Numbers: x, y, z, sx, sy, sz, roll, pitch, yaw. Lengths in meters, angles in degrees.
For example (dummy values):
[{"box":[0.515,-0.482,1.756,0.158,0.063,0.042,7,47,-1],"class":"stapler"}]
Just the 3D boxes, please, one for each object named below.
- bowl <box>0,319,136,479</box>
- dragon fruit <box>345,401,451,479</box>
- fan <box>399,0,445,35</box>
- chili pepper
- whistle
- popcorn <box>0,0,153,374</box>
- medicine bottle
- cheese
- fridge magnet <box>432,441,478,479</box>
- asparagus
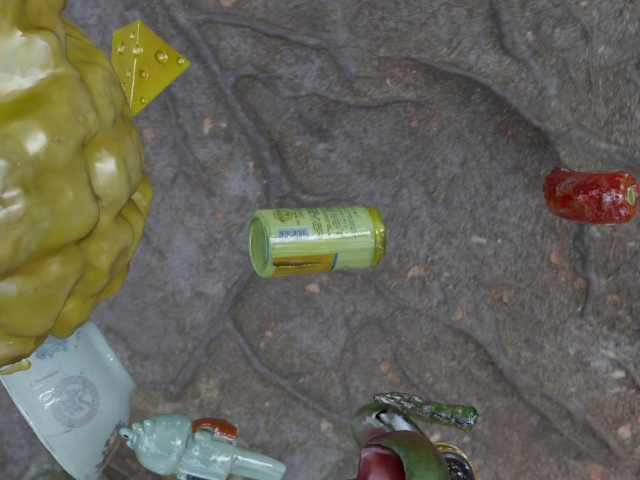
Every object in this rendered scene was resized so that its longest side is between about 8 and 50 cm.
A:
[{"box":[-0.527,0.298,1.539,0.435,0.196,0.434,50,161,23],"class":"bowl"},{"box":[0.045,0.234,0.353,0.198,0.218,0.272,21,74,23],"class":"dragon fruit"},{"box":[0.062,-0.290,0.789,0.191,0.329,0.009,19,116,-32],"class":"fan"},{"box":[0.341,-0.057,0.898,0.123,0.070,0.073,11,85,61],"class":"chili pepper"},{"box":[-0.175,0.315,1.065,0.253,0.102,0.105,18,77,-8],"class":"whistle"},{"box":[-0.201,-0.049,0.358,0.250,0.190,0.250,1,97,5],"class":"popcorn"},{"box":[0.000,0.000,1.243,0.239,0.124,0.124,-2,116,-21],"class":"medicine bottle"},{"box":[-0.331,-0.278,1.271,0.093,0.171,0.126,-2,151,46],"class":"cheese"},{"box":[0.225,0.435,1.291,0.143,0.143,0.063,39,146,6],"class":"fridge magnet"},{"box":[0.137,0.219,0.924,0.165,0.030,0.036,19,119,-26],"class":"asparagus"}]
